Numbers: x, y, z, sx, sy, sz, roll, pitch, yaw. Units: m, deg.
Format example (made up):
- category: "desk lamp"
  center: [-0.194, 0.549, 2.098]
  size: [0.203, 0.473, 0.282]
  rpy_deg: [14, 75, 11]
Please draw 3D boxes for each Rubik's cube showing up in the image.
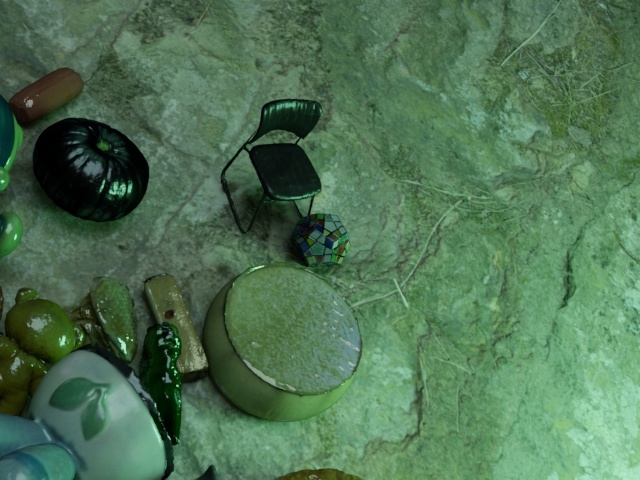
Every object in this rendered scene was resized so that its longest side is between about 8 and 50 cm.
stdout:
- category: "Rubik's cube"
  center: [0.000, 0.000, 1.998]
  size: [0.111, 0.093, 0.111]
  rpy_deg: [14, 52, -18]

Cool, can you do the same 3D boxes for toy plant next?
- category: "toy plant"
  center: [-0.389, 0.313, 1.465]
  size: [0.332, 0.247, 0.247]
  rpy_deg: [-31, 73, -40]

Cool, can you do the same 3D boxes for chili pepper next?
- category: "chili pepper"
  center: [-0.251, 0.238, 1.690]
  size: [0.061, 0.098, 0.224]
  rpy_deg: [29, 48, -46]

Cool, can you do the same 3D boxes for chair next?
- category: "chair"
  center: [-0.068, -0.135, 1.980]
  size: [0.140, 0.221, 0.145]
  rpy_deg: [-7, 58, -32]

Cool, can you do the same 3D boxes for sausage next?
- category: "sausage"
  center: [-0.492, -0.263, 1.970]
  size: [0.062, 0.062, 0.154]
  rpy_deg: [40, 46, 6]

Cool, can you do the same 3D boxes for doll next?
- category: "doll"
  center: [-0.450, 0.181, 1.612]
  size: [0.137, 0.097, 0.209]
  rpy_deg: [41, 71, -22]
- category: "doll"
  center: [-0.566, -0.124, 1.705]
  size: [0.186, 0.199, 0.321]
  rpy_deg: [28, 40, -53]

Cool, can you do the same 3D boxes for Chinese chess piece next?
- category: "Chinese chess piece"
  center: [-0.063, 0.168, 1.823]
  size: [0.270, 0.112, 0.270]
  rpy_deg: [14, 51, -18]

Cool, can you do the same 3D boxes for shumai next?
- category: "shumai"
  center: [-0.354, 0.131, 1.717]
  size: [0.116, 0.145, 0.145]
  rpy_deg: [-21, 59, 9]

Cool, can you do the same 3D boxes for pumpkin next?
- category: "pumpkin"
  center: [-0.391, -0.118, 1.860]
  size: [0.202, 0.140, 0.202]
  rpy_deg: [26, 34, -19]

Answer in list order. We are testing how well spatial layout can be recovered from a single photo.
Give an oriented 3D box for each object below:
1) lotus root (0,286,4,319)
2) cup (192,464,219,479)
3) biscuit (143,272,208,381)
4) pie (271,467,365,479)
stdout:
- category: "lotus root"
  center: [-0.611, 0.080, 1.581]
  size: [0.291, 0.193, 0.193]
  rpy_deg: [4, 54, -23]
- category: "cup"
  center: [-0.208, 0.423, 1.525]
  size: [0.150, 0.199, 0.199]
  rpy_deg: [-6, 57, -11]
- category: "biscuit"
  center: [-0.240, 0.143, 1.793]
  size: [0.056, 0.052, 0.188]
  rpy_deg: [-16, 62, -21]
- category: "pie"
  center: [0.018, 0.495, 1.637]
  size: [0.340, 0.083, 0.339]
  rpy_deg: [12, 52, -16]
